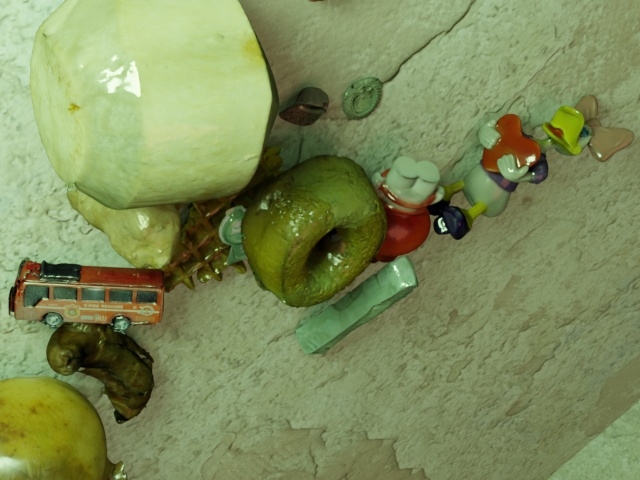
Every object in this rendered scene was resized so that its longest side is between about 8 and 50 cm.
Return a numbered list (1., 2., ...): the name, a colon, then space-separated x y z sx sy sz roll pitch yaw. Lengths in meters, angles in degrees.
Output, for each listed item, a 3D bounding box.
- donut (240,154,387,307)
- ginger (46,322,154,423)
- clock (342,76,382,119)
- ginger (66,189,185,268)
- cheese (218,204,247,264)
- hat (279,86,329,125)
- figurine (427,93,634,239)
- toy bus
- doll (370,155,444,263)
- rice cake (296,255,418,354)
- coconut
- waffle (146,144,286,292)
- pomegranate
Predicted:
1. donut: 0.000 0.000 1.546 0.272 0.107 0.272 -24 140 -21
2. ginger: -0.367 0.207 1.621 0.133 0.107 0.309 -61 150 -21
3. clock: 0.070 -0.232 1.570 0.074 0.010 0.083 -20 141 -20
4. ginger: -0.287 -0.022 1.384 0.115 0.193 0.123 19 73 -58
5. cheese: -0.131 -0.010 1.537 0.067 0.026 0.121 -25 141 -18
6. hat: -0.026 -0.214 1.501 0.058 0.042 0.087 23 149 -40
7. figurine: 0.372 -0.138 1.785 0.420 0.154 0.193 -35 147 2
8. toy bus: -0.359 0.084 1.480 0.234 0.073 0.096 5 121 -13
9. doll: 0.119 -0.037 1.714 0.161 0.130 0.290 9 143 -16
10. rice cake: 0.070 0.128 1.821 0.063 0.066 0.336 -7 156 -43
11. coconut: -0.194 -0.188 1.199 0.323 0.323 0.323 -21 140 -18
12. waffle: -0.171 -0.049 1.541 0.259 0.069 0.293 -9 135 -35
13. pomegranate: -0.485 0.367 1.564 0.307 0.307 0.307 -21 140 -18
